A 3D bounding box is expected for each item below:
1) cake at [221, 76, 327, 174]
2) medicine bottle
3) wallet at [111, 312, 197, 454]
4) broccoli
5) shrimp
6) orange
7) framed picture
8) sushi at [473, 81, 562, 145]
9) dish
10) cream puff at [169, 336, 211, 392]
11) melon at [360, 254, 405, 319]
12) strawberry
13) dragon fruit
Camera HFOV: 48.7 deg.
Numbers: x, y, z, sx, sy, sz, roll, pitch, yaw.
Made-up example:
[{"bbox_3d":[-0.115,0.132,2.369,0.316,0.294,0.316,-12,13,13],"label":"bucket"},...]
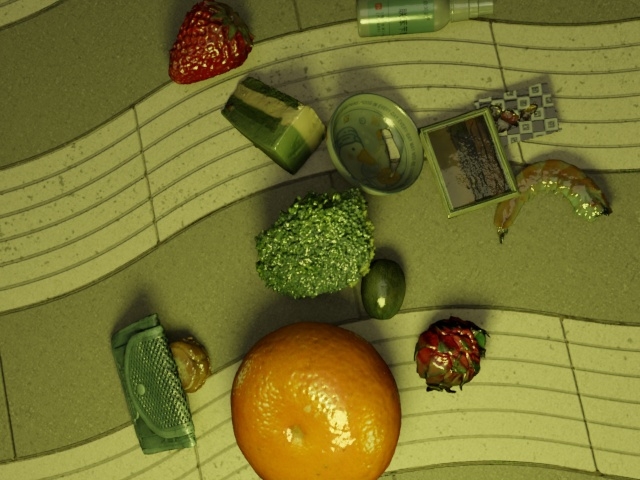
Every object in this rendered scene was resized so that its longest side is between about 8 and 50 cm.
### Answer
[{"bbox_3d":[-0.140,-0.327,1.846,0.283,0.172,0.158,39,88,10],"label":"cake"},{"bbox_3d":[0.271,-0.600,1.851,0.352,0.110,0.110,-3,85,6],"label":"medicine bottle"},{"bbox_3d":[-0.436,0.373,1.806,0.237,0.075,0.342,-24,81,43],"label":"wallet"},{"bbox_3d":[0.007,0.018,1.750,0.249,0.302,0.375,49,129,13],"label":"broccoli"},{"bbox_3d":[0.574,-0.112,1.799,0.287,0.068,0.185,-14,81,7],"label":"shrimp"},{"bbox_3d":[-0.006,0.397,1.691,0.424,0.326,0.424,3,98,21],"label":"orange"},{"bbox_3d":[0.379,-0.202,1.812,0.197,0.014,0.252,-18,81,3],"label":"framed picture"},{"bbox_3d":[0.511,-0.321,1.842,0.201,0.031,0.139,-13,84,8],"label":"sushi"},{"bbox_3d":[0.120,-0.230,1.830,0.273,0.134,0.273,8,72,-24],"label":"dish"},{"bbox_3d":[-0.348,0.326,1.843,0.126,0.103,0.144,-28,79,20],"label":"cream puff"},{"bbox_3d":[0.158,0.118,1.800,0.114,0.114,0.167,5,86,7],"label":"melon"},{"bbox_3d":[-0.310,-0.510,1.879,0.244,0.205,0.205,-37,82,23],"label":"strawberry"},{"bbox_3d":[0.317,0.280,1.744,0.182,0.182,0.188,30,71,8],"label":"dragon fruit"}]
